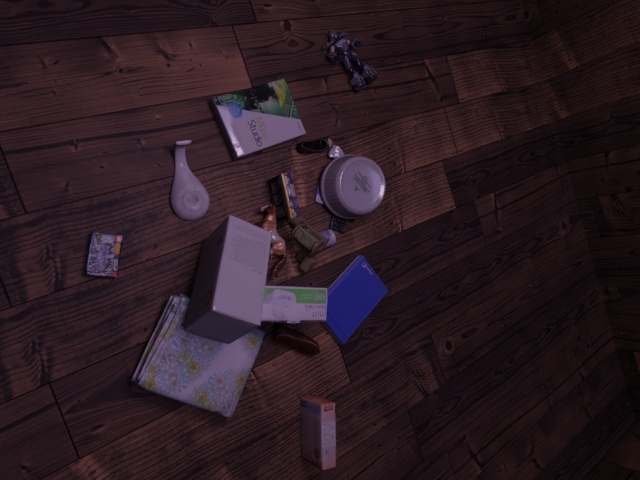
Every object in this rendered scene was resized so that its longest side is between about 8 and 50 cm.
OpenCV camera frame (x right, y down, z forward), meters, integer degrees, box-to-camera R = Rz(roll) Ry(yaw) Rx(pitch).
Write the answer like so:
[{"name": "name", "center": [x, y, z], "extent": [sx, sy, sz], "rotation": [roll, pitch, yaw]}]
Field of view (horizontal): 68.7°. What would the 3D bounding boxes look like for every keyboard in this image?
[{"name": "keyboard", "center": [0.103, -0.122, 1.981], "extent": [0.108, 0.023, 0.180], "rotation": [21, 76, -28]}]

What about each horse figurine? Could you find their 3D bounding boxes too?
[{"name": "horse figurine", "center": [-0.199, 0.005, 1.763], "extent": [0.174, 0.066, 0.263], "rotation": [-31, 99, -23]}]

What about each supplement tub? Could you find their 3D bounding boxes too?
[{"name": "supplement tub", "center": [0.000, 0.000, 1.879], "extent": [0.107, 0.071, 0.071], "rotation": [-19, 95, -31]}]

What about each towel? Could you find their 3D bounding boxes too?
[{"name": "towel", "center": [-0.403, 0.390, 1.593], "extent": [0.374, 0.090, 0.321], "rotation": [30, 73, -25]}]

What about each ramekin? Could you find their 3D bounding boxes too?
[{"name": "ramekin", "center": [0.142, -0.221, 1.908], "extent": [0.272, 0.127, 0.273], "rotation": [-1, 93, -25]}]

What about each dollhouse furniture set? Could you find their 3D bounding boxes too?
[{"name": "dollhouse furniture set", "center": [-0.091, 0.010, 1.801], "extent": [0.182, 0.161, 0.101], "rotation": [38, 25, 19]}]

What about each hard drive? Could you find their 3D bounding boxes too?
[{"name": "hard drive", "center": [0.127, 0.244, 1.948], "extent": [0.318, 0.040, 0.210], "rotation": [-45, 107, -26]}]

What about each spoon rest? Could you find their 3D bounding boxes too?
[{"name": "spoon rest", "center": [-0.462, -0.206, 1.628], "extent": [0.137, 0.084, 0.276], "rotation": [-13, 105, -30]}]

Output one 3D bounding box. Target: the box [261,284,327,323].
[{"name": "box", "center": [-0.145, 0.225, 1.677], "extent": [0.261, 0.231, 0.127], "rotation": [6, 82, -30]}]

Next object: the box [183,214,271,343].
[{"name": "box", "center": [-0.299, 0.130, 1.537], "extent": [0.168, 0.215, 0.345], "rotation": [24, 51, -28]}]

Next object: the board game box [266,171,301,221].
[{"name": "board game box", "center": [-0.140, -0.160, 1.768], "extent": [0.048, 0.141, 0.170], "rotation": [-14, 93, -31]}]

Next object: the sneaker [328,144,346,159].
[{"name": "sneaker", "center": [0.093, -0.339, 1.984], "extent": [0.152, 0.053, 0.061], "rotation": [36, 85, -21]}]

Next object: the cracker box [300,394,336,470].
[{"name": "cracker box", "center": [-0.009, 0.713, 1.755], "extent": [0.067, 0.155, 0.232], "rotation": [1, 85, -31]}]

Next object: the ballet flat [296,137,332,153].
[{"name": "ballet flat", "center": [-0.018, -0.387, 1.916], "extent": [0.173, 0.049, 0.058], "rotation": [-19, 96, -31]}]

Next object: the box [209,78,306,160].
[{"name": "box", "center": [-0.233, -0.467, 1.791], "extent": [0.322, 0.058, 0.232], "rotation": [-28, 100, -31]}]

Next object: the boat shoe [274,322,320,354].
[{"name": "boat shoe", "center": [-0.084, 0.374, 1.793], "extent": [0.207, 0.073, 0.073], "rotation": [34, 29, -30]}]

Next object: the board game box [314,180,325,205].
[{"name": "board game box", "center": [0.022, -0.189, 1.939], "extent": [0.090, 0.020, 0.090], "rotation": [15, 78, -28]}]

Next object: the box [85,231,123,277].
[{"name": "box", "center": [-0.686, 0.046, 1.486], "extent": [0.094, 0.027, 0.137], "rotation": [8, 81, -31]}]

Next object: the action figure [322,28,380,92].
[{"name": "action figure", "center": [0.125, -0.789, 2.015], "extent": [0.185, 0.099, 0.285], "rotation": [-42, 102, -18]}]
